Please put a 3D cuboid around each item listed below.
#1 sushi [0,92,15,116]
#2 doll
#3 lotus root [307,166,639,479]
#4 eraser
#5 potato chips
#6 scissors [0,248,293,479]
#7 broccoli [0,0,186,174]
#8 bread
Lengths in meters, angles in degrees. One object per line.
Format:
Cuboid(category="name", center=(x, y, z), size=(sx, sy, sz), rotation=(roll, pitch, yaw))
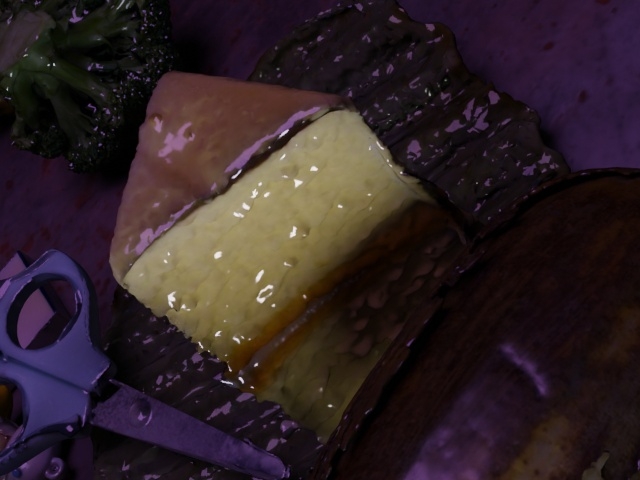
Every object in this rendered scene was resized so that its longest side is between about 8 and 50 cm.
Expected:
Cuboid(category="sushi", center=(-0.332, -0.332, 1.490), size=(0.396, 0.351, 0.240), rotation=(-42, 44, 13))
Cuboid(category="doll", center=(-0.250, 0.176, 1.320), size=(0.113, 0.071, 0.135), rotation=(-6, 60, 15))
Cuboid(category="lotus root", center=(0.133, 0.102, 0.940), size=(0.196, 0.179, 0.397), rotation=(23, 64, 27))
Cuboid(category="eraser", center=(-0.284, 0.093, 1.420), size=(0.150, 0.023, 0.104), rotation=(-48, 43, 6))
Cuboid(category="potato chips", center=(-0.019, 0.024, 1.210), size=(0.429, 0.070, 0.358), rotation=(-36, 50, 19))
Cuboid(category="scissors", center=(-0.152, 0.118, 1.203), size=(0.360, 0.029, 0.191), rotation=(15, 74, 42))
Cuboid(category="broccoli", center=(-0.205, -0.154, 1.412), size=(0.195, 0.156, 0.195), rotation=(-17, 62, 35))
Cuboid(category="bread", center=(0.000, 0.000, 1.003), size=(0.178, 0.266, 0.142), rotation=(-27, 54, 16))
